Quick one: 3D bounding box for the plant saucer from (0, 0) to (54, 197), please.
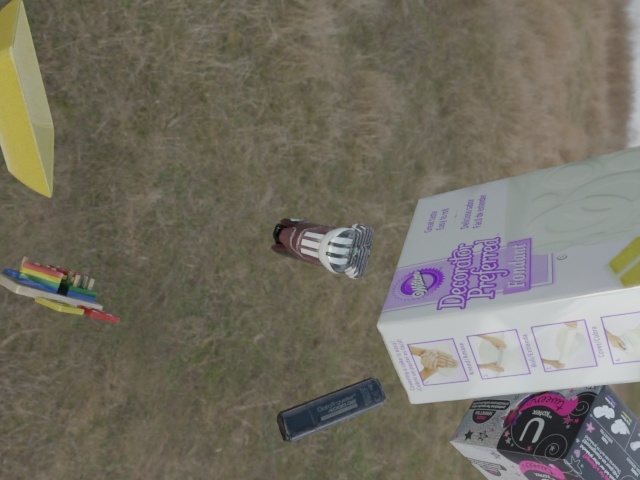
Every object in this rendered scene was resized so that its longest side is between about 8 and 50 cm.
[{"bbox_3d":[-0.644,-0.305,1.405,0.332,0.081,0.332,-116,-157,-49],"label":"plant saucer"}]

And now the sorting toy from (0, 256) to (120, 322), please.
[{"bbox_3d":[-0.403,0.062,0.986,0.132,0.275,0.046,23,83,-43],"label":"sorting toy"}]

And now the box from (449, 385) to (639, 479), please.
[{"bbox_3d":[0.350,0.313,1.009,0.163,0.247,0.142,45,63,-13],"label":"box"}]

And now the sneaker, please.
[{"bbox_3d":[0.000,0.000,1.243,0.281,0.163,0.106,23,82,-73],"label":"sneaker"}]

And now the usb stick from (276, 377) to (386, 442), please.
[{"bbox_3d":[0.028,0.408,1.602,0.278,0.045,0.077,-16,74,-21],"label":"usb stick"}]

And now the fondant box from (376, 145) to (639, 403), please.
[{"bbox_3d":[0.238,0.017,0.596,0.096,0.330,0.238,65,28,-23],"label":"fondant box"}]
